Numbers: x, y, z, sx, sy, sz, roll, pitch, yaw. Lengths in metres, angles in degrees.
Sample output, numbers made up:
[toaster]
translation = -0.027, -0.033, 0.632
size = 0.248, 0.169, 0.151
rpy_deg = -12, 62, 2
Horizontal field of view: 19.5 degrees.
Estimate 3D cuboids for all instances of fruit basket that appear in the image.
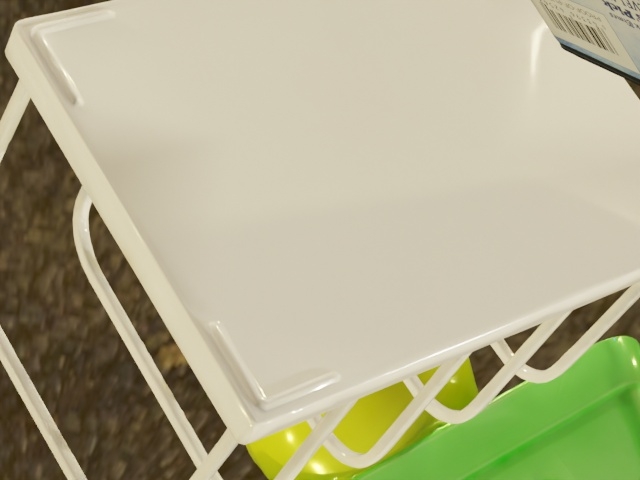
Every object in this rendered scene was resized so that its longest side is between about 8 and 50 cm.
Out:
[fruit basket]
translation = 0.059, 0.172, 1.298
size = 0.392, 0.283, 0.392
rpy_deg = -6, 63, 13

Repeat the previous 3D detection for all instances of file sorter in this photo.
[file sorter]
translation = 0.000, 0.000, 0.850
size = 0.277, 0.173, 0.193
rpy_deg = -19, 67, -37

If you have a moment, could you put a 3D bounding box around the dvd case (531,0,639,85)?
[dvd case]
translation = 0.084, -0.116, 0.560
size = 0.022, 0.180, 0.253
rpy_deg = -48, 131, -8
